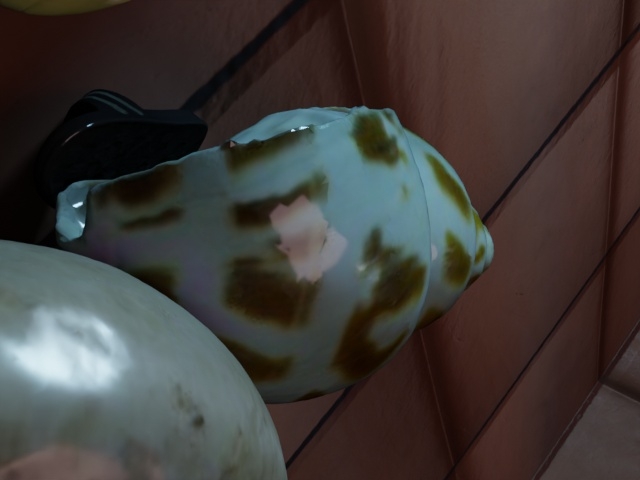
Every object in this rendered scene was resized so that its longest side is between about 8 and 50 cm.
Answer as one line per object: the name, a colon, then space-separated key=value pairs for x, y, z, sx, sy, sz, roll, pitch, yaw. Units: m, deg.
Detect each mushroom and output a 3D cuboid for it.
mushroom: x=-0.178 y=0.177 z=0.428 sx=0.362 sy=0.294 sz=0.362 roll=-18 pitch=138 yaw=-17

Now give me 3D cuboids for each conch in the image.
conch: x=-0.001 y=0.000 z=0.636 sx=0.368 sy=0.197 sz=0.249 roll=-30 pitch=180 yaw=-42

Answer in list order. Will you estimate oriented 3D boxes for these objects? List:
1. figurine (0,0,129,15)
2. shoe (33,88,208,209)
figurine: x=-0.091 y=-0.244 z=0.382 sx=0.222 sy=0.124 sz=0.324 roll=8 pitch=129 yaw=-26
shoe: x=-0.136 y=-0.064 z=0.581 sx=0.071 sy=0.049 sz=0.179 roll=-55 pitch=170 yaw=19
